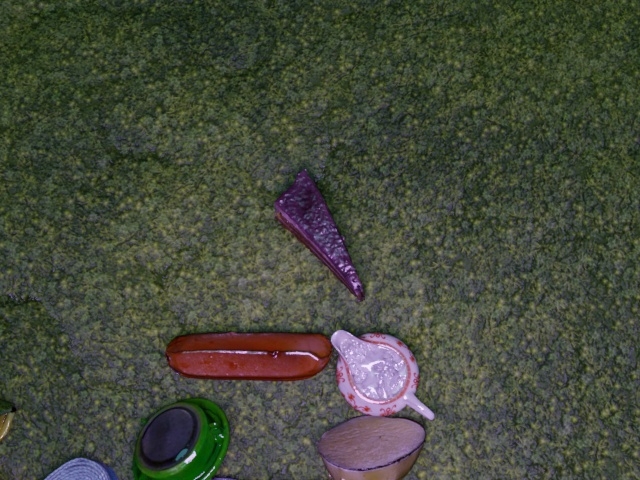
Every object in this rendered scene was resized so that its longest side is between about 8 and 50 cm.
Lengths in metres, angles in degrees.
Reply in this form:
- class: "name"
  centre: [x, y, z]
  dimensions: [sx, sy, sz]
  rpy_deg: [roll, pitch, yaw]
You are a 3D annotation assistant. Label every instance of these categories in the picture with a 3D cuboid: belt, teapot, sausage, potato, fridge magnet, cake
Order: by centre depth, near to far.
- class: "potato"
  centre: [0.101, 0.422, 1.451]
  dimensions: [0.202, 0.182, 0.117]
  rpy_deg: [-18, 107, -34]
- class: "fridge magnet"
  centre: [-0.269, 0.389, 1.455]
  dimensions: [0.208, 0.088, 0.208]
  rpy_deg: [-17, 44, 17]
- class: "belt"
  centre: [-0.470, 0.497, 1.467]
  dimensions: [0.148, 0.082, 0.163]
  rpy_deg: [22, 76, 11]
- class: "teapot"
  centre: [0.122, 0.269, 1.498]
  dimensions: [0.246, 0.116, 0.159]
  rpy_deg: [31, 66, 11]
- class: "sausage"
  centre: [-0.140, 0.229, 1.522]
  dimensions: [0.331, 0.102, 0.102]
  rpy_deg: [0, 75, 2]
- class: "cake"
  centre: [0.000, 0.000, 1.570]
  dimensions: [0.113, 0.116, 0.295]
  rpy_deg: [-31, 74, -3]

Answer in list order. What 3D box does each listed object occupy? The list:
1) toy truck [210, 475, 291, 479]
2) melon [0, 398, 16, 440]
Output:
- class: "toy truck"
  centre: [-0.098, 0.505, 1.417]
  dimensions: [0.268, 0.155, 0.124]
  rpy_deg: [3, 76, 3]
- class: "melon"
  centre: [-0.737, 0.407, 1.475]
  dimensions: [0.169, 0.129, 0.265]
  rpy_deg: [23, 79, 9]
